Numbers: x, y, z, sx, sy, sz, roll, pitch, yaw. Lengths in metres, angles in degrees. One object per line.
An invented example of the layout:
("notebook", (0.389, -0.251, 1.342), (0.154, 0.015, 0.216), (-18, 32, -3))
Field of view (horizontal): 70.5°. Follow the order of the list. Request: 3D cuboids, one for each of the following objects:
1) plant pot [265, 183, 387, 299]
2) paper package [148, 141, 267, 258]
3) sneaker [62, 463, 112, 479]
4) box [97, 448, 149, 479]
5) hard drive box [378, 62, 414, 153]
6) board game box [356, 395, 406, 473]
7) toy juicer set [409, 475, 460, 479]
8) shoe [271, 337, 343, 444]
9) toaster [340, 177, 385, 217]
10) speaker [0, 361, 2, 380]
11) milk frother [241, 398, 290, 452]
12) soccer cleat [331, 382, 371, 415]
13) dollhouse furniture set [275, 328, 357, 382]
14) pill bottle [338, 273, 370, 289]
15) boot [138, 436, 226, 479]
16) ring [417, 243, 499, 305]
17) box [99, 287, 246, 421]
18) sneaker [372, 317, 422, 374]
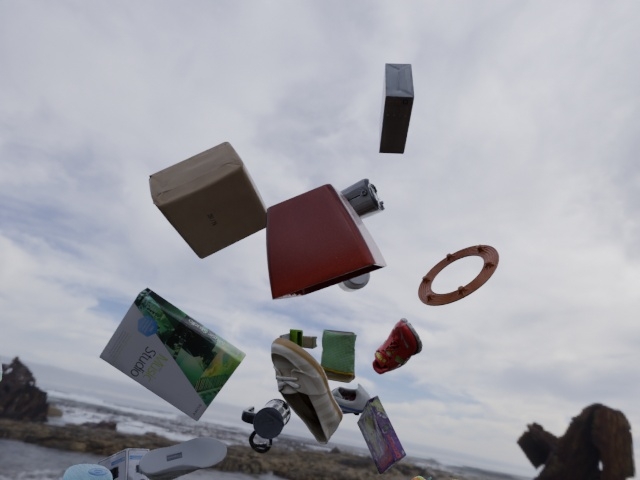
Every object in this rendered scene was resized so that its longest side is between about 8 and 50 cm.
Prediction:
("plant pot", (0.000, 0.000, 1.204), (0.268, 0.235, 0.267), (-20, -9, 12))
("paper package", (-0.368, -0.134, 1.565), (0.310, 0.168, 0.324), (-26, -37, -4))
("sneaker", (-0.600, 0.721, 1.145), (0.127, 0.208, 0.319), (15, -5, -34))
("box", (-0.642, 0.846, 1.463), (0.169, 0.289, 0.087), (-30, -37, 23))
("hard drive box", (0.247, -0.433, 1.500), (0.089, 0.180, 0.232), (3, -38, 4))
("board game box", (0.210, 0.708, 1.632), (0.056, 0.208, 0.346), (-22, -31, -16))
("toy juicer set", (0.258, 0.765, 1.142), (0.210, 0.328, 0.089), (0, -32, 31))
("shoe", (-0.025, 0.254, 0.759), (0.077, 0.058, 0.218), (-8, -59, 37))
("toaster", (0.155, -0.148, 1.757), (0.147, 0.129, 0.227), (-23, -11, 15))
("speaker", (-0.895, 0.228, 1.127), (0.131, 0.296, 0.131), (-12, 4, 1))
("milk frother", (-0.151, 0.530, 1.268), (0.129, 0.143, 0.134), (-9, -11, 4))
("soccer cleat", (0.059, 0.694, 1.952), (0.332, 0.116, 0.143), (-22, -70, 20))
("dollhouse furniture set", (-0.019, 0.464, 1.819), (0.302, 0.197, 0.151), (-2, -3, 34))
("pill bottle", (0.153, 0.162, 2.087), (0.137, 0.136, 0.245), (12, -11, -4))
("boot", (-0.425, 0.690, 1.424), (0.259, 0.095, 0.123), (-3, -38, -11))
("ring", (0.506, 0.120, 1.699), (0.337, 0.336, 0.032), (-20, -67, 49))
("box", (-0.396, 0.308, 1.215), (0.322, 0.232, 0.058), (34, 15, -5))
("sneaker", (0.228, 0.346, 1.411), (0.119, 0.107, 0.278), (-22, -34, -25))
